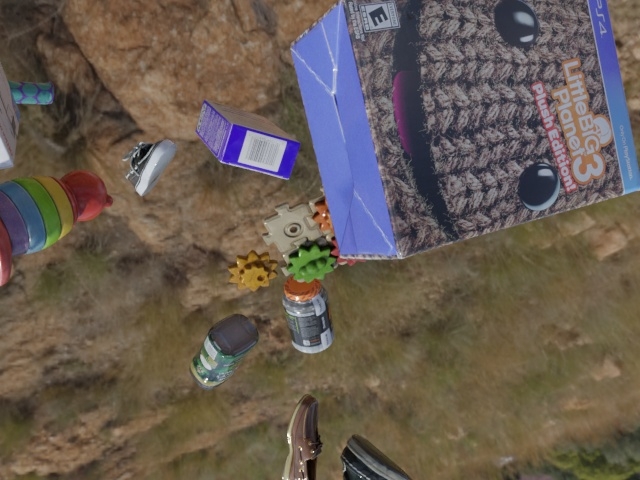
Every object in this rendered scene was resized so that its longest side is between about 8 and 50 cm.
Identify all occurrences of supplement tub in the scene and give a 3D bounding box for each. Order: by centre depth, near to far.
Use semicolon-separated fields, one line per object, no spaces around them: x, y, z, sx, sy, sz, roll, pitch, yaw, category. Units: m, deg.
-0.032;0.183;1.628;0.117;0.117;0.190;-11;125;-2;supplement tub

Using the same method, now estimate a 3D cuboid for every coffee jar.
-0.193;0.222;1.253;0.096;0.079;0.184;-30;165;-38;coffee jar

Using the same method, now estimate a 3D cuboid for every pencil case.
-0.810;-0.407;1.748;0.152;0.070;0.064;-4;150;-34;pencil case

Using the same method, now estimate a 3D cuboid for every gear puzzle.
0.000;0.000;1.053;0.339;0.044;0.175;-23;131;5;gear puzzle

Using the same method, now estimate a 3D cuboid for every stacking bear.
-0.576;-0.062;1.327;0.289;0.175;0.164;-33;162;-45;stacking bear

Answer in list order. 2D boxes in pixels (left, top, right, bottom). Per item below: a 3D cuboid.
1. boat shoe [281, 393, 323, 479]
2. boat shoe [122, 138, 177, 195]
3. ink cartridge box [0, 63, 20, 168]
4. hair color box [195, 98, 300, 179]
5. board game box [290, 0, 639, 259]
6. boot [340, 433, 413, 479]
-0.022;0.361;1.144;0.064;0.060;0.177;-11;112;-57;boat shoe
-0.502;-0.230;1.851;0.105;0.113;0.306;44;155;-7;boat shoe
-0.645;-0.243;1.232;0.082;0.190;0.139;-12;136;-11;ink cartridge box
-0.201;-0.271;1.685;0.185;0.339;0.110;13;108;-26;hair color box
0.148;-0.126;0.652;0.291;0.232;0.141;-16;-175;-21;board game box
0.032;0.337;0.755;0.178;0.085;0.236;-45;146;-14;boot
